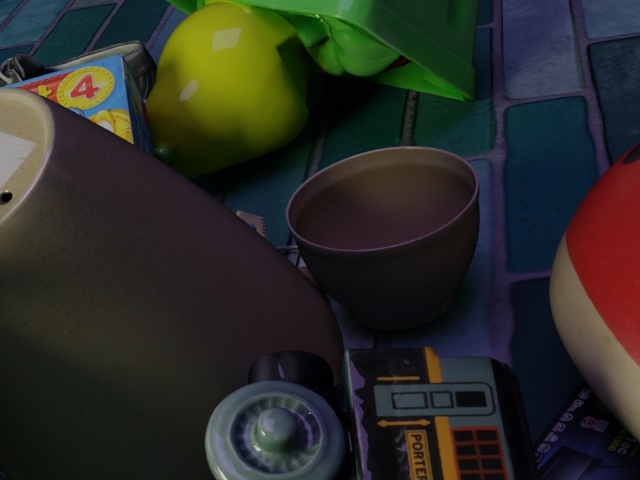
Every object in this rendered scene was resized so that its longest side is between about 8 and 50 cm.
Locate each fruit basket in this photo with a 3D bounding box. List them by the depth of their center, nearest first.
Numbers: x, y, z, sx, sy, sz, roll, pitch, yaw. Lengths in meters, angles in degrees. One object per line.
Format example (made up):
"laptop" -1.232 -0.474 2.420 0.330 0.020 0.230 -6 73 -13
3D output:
"fruit basket" -0.040 -0.212 1.304 0.392 0.283 0.392 -15 65 36

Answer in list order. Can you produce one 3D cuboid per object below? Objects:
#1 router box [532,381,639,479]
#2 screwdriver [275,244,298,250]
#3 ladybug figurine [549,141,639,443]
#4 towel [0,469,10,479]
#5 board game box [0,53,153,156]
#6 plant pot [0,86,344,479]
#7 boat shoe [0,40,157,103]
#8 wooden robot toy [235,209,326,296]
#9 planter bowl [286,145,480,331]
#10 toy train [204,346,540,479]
"router box" 0.187 0.153 0.765 0.092 0.038 0.122 14 41 36
"screwdriver" 0.000 0.000 1.103 0.169 0.024 0.025 -3 62 22
"ladybug figurine" 0.321 0.039 0.735 0.305 0.162 0.449 -12 30 -21
"towel" -0.222 0.151 0.920 0.029 0.067 0.119 -47 20 26
"board game box" -0.303 -0.008 1.083 0.308 0.086 0.302 -16 51 0
"plant pot" -0.151 0.037 0.751 0.256 0.274 0.257 -14 49 17
"boat shoe" -0.355 -0.179 1.438 0.335 0.119 0.121 -13 31 3
"wooden robot toy" -0.036 0.042 1.032 0.079 0.076 0.173 14 23 -23
"planter bowl" 0.061 0.007 0.982 0.162 0.109 0.162 -10 32 6
"toy train" 0.035 0.201 0.612 0.190 0.142 0.334 -1 49 -5
